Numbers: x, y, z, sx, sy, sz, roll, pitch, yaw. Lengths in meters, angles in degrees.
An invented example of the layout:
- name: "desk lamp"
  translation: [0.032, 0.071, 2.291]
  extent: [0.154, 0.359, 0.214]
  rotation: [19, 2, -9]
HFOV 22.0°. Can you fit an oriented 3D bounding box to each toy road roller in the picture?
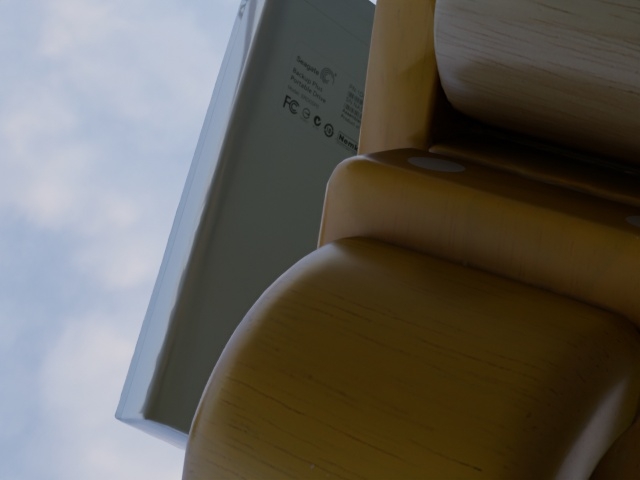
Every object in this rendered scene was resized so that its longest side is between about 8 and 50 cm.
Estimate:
- name: "toy road roller"
  translation: [0.078, 0.022, 0.635]
  extent: [0.202, 0.329, 0.240]
  rotation: [17, -162, 31]

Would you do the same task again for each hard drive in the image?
- name: "hard drive"
  translation: [0.000, 0.000, 1.174]
  extent: [0.233, 0.047, 0.353]
  rotation: [31, -115, -37]
